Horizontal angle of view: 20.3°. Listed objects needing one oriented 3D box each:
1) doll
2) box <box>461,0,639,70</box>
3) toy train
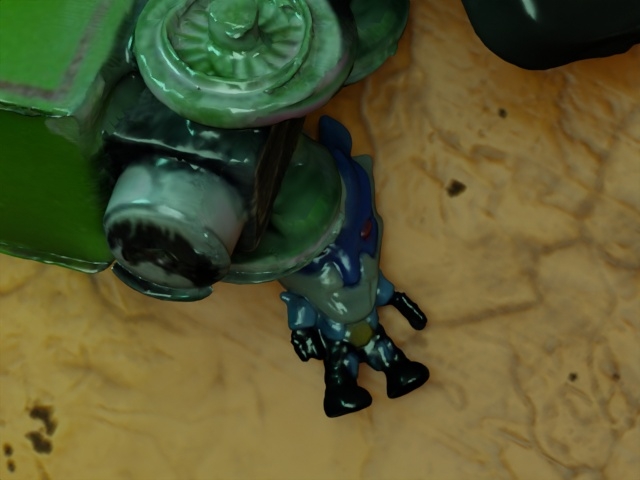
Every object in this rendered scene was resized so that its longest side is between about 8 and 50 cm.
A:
[{"bbox_3d":[0.000,0.000,1.007,0.096,0.070,0.195,-16,80,-25],"label":"doll"},{"bbox_3d":[0.151,-0.245,0.933,0.290,0.073,0.289,-18,82,-34],"label":"box"},{"bbox_3d":[-0.085,-0.125,0.932,0.249,0.173,0.307,12,59,9],"label":"toy train"}]
